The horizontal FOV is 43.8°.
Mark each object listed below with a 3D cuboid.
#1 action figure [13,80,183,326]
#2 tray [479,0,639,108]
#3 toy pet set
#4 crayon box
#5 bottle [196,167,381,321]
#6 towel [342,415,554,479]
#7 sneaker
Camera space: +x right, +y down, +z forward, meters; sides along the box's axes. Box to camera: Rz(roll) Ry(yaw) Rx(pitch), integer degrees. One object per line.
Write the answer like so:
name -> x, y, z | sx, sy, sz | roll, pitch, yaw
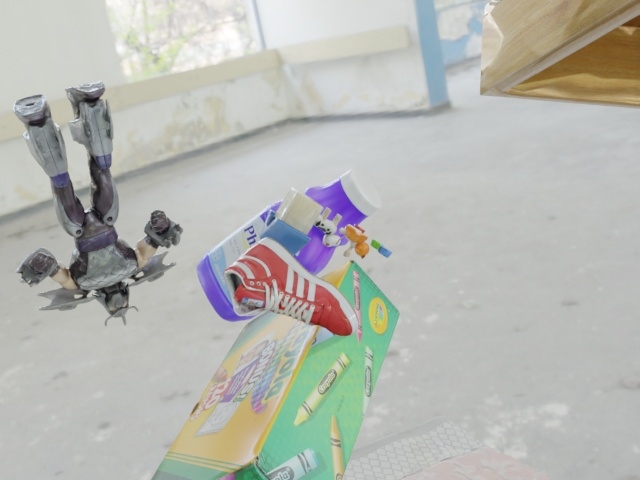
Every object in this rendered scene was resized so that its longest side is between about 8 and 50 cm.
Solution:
action figure -> -0.256, -0.024, 0.883 | 0.185, 0.285, 0.099 | -25, 30, -29
tray -> 0.245, -0.140, 0.379 | 0.202, 0.076, 0.411 | 3, -3, -9
toy pet set -> 0.000, 0.000, 0.852 | 0.114, 0.065, 0.122 | 31, 4, -15
crayon box -> -0.040, 0.152, 0.726 | 0.165, 0.081, 0.278 | -33, 16, 33
bottle -> -0.043, 0.004, 1.118 | 0.282, 0.118, 0.092 | -34, -15, 22
towel -> 0.171, 0.348, 1.057 | 0.331, 0.054, 0.317 | -6, 20, -39
sneaker -> -0.029, 0.051, 0.666 | 0.118, 0.042, 0.067 | 38, 45, 19
